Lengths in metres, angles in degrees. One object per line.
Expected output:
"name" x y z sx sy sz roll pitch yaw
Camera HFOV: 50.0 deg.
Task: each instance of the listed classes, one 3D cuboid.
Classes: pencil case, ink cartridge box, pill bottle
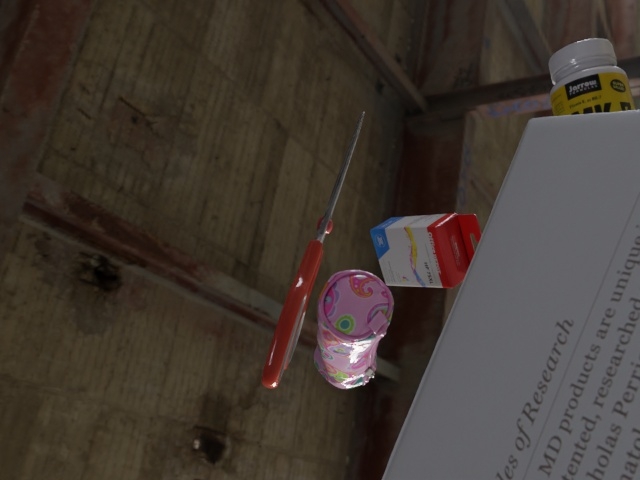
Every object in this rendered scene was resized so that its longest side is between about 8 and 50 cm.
"pencil case" 0.051 0.155 1.130 0.284 0.124 0.124 92 -167 -61
"ink cartridge box" 0.223 0.021 1.412 0.078 0.231 0.134 -28 -74 -37
"pill bottle" 0.430 -0.199 1.080 0.119 0.119 0.209 11 -113 -55

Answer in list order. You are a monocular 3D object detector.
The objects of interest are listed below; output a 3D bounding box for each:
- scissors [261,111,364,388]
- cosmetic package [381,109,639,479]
"scissors" 0.000 0.000 0.679 0.109 0.021 0.297 47 -118 -82
"cosmetic package" 0.306 0.130 0.411 0.329 0.393 0.328 23 -92 -22
